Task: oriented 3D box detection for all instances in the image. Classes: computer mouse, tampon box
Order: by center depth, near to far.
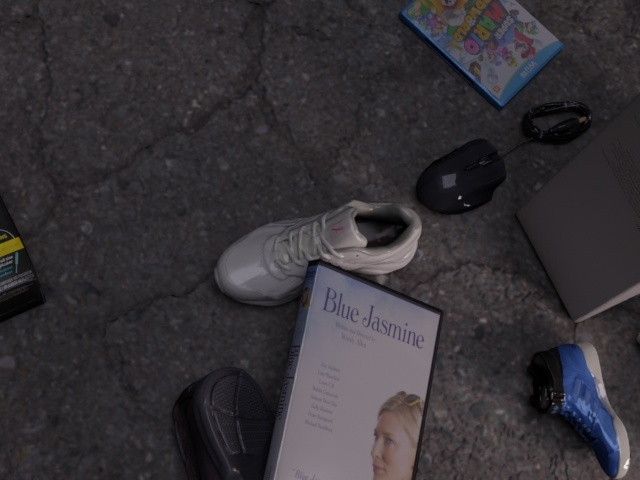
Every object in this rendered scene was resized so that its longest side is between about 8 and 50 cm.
[{"bbox_3d":[-0.368,0.006,1.164,0.120,0.101,0.161,-26,78,-16],"label":"tampon box"},{"bbox_3d":[0.214,-0.102,1.318,0.242,0.041,0.071,-30,79,-16],"label":"computer mouse"}]

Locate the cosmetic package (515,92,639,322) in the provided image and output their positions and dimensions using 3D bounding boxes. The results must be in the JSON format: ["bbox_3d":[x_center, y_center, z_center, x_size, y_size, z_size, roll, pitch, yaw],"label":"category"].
[{"bbox_3d":[0.363,-0.055,1.155,0.197,0.365,0.155,-25,80,-17],"label":"cosmetic package"}]

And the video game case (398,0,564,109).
[{"bbox_3d":[0.192,-0.250,1.373,0.166,0.015,0.119,44,72,6],"label":"video game case"}]

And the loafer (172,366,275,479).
[{"bbox_3d":[-0.070,0.279,1.148,0.109,0.095,0.303,-10,78,-43],"label":"loafer"}]

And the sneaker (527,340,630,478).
[{"bbox_3d":[0.268,0.185,1.228,0.084,0.058,0.152,-8,70,-17],"label":"sneaker"}]

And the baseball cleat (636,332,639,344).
[{"bbox_3d":[0.397,0.148,1.265,0.109,0.072,0.206,12,67,10],"label":"baseball cleat"}]

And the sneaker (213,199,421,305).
[{"bbox_3d":[0.000,0.000,1.214,0.232,0.115,0.090,-17,76,-13],"label":"sneaker"}]

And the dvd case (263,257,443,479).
[{"bbox_3d":[0.038,0.165,1.174,0.180,0.022,0.253,23,69,-33],"label":"dvd case"}]
